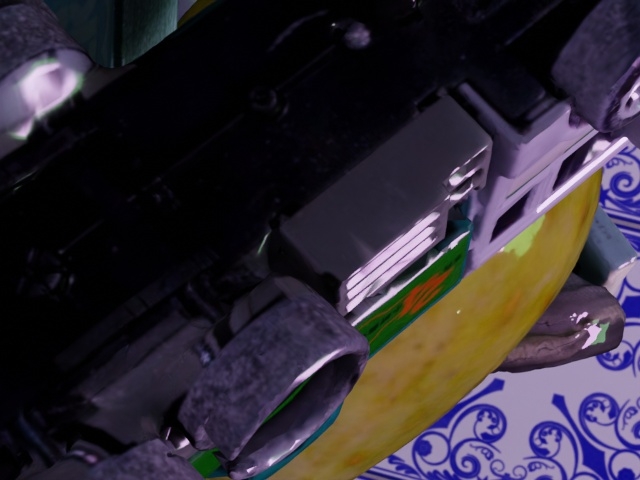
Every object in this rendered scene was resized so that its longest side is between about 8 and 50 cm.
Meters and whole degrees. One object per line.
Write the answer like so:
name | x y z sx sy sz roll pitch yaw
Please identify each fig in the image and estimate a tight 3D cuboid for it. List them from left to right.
fig | 0.000 0.000 0.913 0.326 0.258 0.258 -62 173 8

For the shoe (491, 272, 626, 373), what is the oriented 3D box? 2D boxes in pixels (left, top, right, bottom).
shoe | 0.060 -0.021 1.098 0.132 0.336 0.171 -8 106 -47

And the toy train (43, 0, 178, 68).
toy train | -0.103 -0.068 0.648 0.159 0.101 0.248 -47 152 -46

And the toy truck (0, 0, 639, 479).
toy truck | -0.036 -0.008 0.558 0.363 0.176 0.178 -40 163 -13

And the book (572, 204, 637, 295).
book | 0.092 -0.101 1.187 0.031 0.379 0.264 -32 167 -5
